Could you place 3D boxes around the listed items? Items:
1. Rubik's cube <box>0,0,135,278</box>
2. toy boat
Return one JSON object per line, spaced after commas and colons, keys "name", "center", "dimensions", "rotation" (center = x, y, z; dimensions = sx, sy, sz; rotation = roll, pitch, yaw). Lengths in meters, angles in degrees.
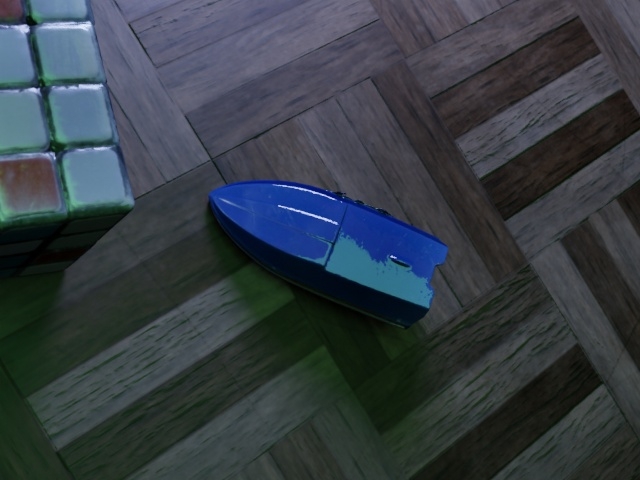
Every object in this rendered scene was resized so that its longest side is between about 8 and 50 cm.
{"name": "Rubik's cube", "center": [-0.356, -0.100, 0.867], "dimensions": [0.253, 0.256, 0.258], "rotation": [-10, 82, -32]}
{"name": "toy boat", "center": [0.000, 0.000, 1.108], "dimensions": [0.295, 0.088, 0.129], "rotation": [22, 69, -5]}
